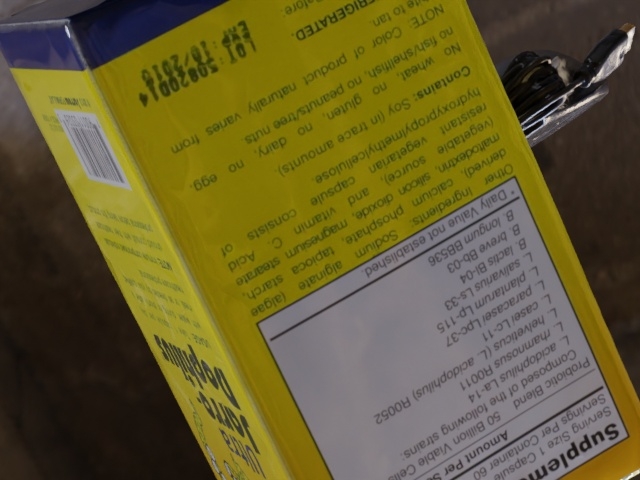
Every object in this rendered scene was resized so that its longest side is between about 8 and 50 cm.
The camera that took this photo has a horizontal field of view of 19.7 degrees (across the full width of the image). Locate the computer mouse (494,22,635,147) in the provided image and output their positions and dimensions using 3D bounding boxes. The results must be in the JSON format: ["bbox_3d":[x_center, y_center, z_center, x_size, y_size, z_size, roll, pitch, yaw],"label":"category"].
[{"bbox_3d":[0.139,-0.103,1.218,0.184,0.262,0.060,-38,85,36],"label":"computer mouse"}]

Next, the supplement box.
[{"bbox_3d":[0.000,0.000,1.009,0.194,0.195,0.356,-29,104,-16],"label":"supplement box"}]
